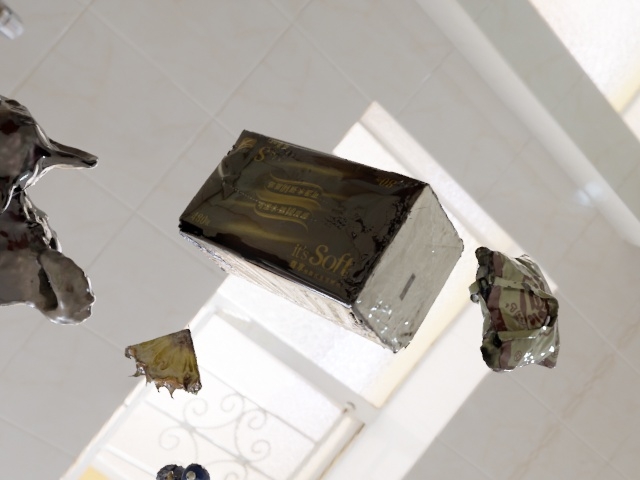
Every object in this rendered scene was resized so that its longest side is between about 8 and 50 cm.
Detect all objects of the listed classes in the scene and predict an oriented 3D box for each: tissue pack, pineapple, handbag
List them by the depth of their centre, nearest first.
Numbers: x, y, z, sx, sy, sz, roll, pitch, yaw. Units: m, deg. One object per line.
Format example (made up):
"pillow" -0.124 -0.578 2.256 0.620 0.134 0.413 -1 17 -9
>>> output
"tissue pack" 0.000 0.000 1.059 0.370 0.198 0.210 20 -113 38
"pineapple" -0.239 0.185 1.151 0.116 0.137 0.069 -63 -173 -14
"handbag" 0.336 0.118 1.231 0.127 0.235 0.213 -13 -102 32

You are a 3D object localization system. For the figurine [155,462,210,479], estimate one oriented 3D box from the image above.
"figurine" -0.264 0.523 1.479 0.120 0.164 0.262 -23 164 -34

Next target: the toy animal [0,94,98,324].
"toy animal" -0.416 -0.056 0.940 0.194 0.302 0.344 -47 154 -50
